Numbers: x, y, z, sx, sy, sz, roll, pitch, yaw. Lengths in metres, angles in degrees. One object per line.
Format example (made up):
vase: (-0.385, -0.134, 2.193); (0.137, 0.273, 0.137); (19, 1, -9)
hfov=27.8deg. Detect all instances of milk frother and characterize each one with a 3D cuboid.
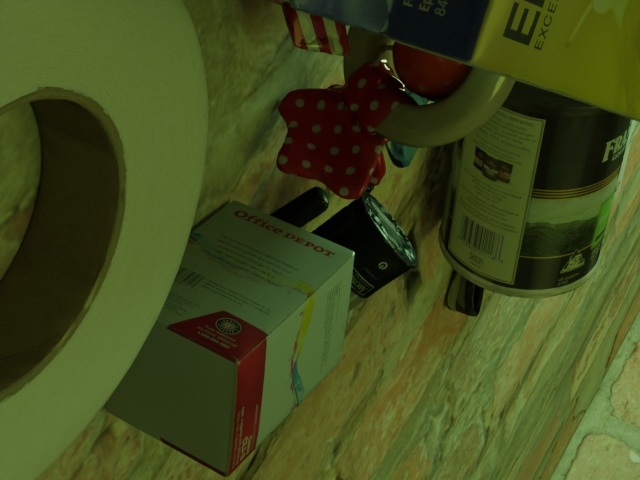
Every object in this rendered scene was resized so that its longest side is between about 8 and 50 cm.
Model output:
milk frother: (0.000, 0.000, 1.203); (0.135, 0.129, 0.143); (-36, -164, 14)

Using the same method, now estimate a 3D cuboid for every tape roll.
tape roll: (-0.206, -0.003, 0.767); (0.392, 0.072, 0.392); (-47, 150, -37)

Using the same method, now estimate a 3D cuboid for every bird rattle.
bird rattle: (0.068, -0.155, 1.078); (0.143, 0.207, 0.253); (28, 77, -49)

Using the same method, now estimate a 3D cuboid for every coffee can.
coffee can: (0.250, -0.100, 1.507); (0.201, 0.201, 0.275); (-45, 150, -41)

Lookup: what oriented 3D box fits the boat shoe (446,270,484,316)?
boat shoe: (0.212, 0.031, 1.744); (0.056, 0.049, 0.152); (-31, 139, -53)

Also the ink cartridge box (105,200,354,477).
ink cartridge box: (-0.072, 0.074, 1.058); (0.176, 0.128, 0.127); (-40, 146, -45)

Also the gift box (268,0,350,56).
gift box: (0.064, -0.241, 0.881); (0.276, 0.258, 0.255); (10, 102, -51)

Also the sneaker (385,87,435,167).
sneaker: (0.120, -0.145, 1.340); (0.162, 0.073, 0.063); (-61, 157, -12)

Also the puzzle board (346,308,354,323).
puzzle board: (0.007, 0.092, 1.402); (0.128, 0.011, 0.096); (-61, 157, -15)

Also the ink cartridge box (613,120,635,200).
ink cartridge box: (0.356, -0.143, 1.807); (0.198, 0.115, 0.273); (-45, 149, -40)

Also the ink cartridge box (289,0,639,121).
ink cartridge box: (0.146, -0.236, 0.719); (0.307, 0.072, 0.303); (5, 105, -51)
